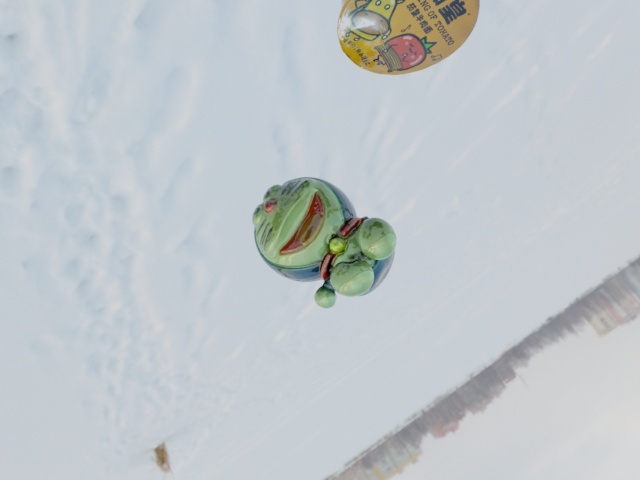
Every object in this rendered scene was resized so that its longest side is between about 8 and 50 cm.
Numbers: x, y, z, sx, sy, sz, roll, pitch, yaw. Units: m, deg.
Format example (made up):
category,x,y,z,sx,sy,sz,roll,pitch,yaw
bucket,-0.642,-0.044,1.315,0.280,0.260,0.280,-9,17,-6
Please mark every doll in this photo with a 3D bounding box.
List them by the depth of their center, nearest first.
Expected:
category,x,y,z,sx,sy,sz,roll,pitch,yaw
doll,0.001,-0.001,1.121,0.198,0.322,0.186,-53,149,-1

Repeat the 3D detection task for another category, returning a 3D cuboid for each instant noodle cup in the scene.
category,x,y,z,sx,sy,sz,roll,pitch,yaw
instant noodle cup,0.122,-0.393,0.935,0.215,0.172,0.216,-6,153,-3
